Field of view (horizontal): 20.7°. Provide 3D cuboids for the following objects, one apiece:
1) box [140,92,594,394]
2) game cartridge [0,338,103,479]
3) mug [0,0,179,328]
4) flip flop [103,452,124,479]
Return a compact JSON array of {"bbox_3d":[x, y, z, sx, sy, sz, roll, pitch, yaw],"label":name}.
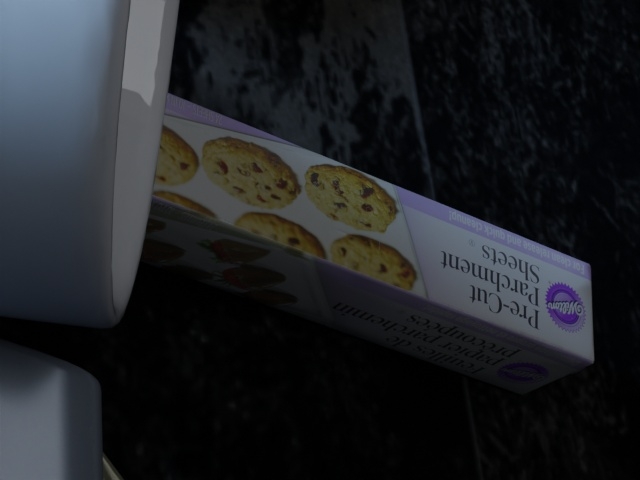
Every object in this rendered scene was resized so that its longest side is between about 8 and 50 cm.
[{"bbox_3d":[0.000,0.000,0.900,0.324,0.063,0.067,22,57,-27],"label":"box"},{"bbox_3d":[-0.221,0.118,0.619,0.297,0.062,0.198,2,80,-22],"label":"game cartridge"},{"bbox_3d":[-0.218,-0.142,0.678,0.328,0.276,0.374,7,24,-2],"label":"mug"},{"bbox_3d":[-0.138,0.091,0.735,0.277,0.080,0.112,47,48,-8],"label":"flip flop"}]
